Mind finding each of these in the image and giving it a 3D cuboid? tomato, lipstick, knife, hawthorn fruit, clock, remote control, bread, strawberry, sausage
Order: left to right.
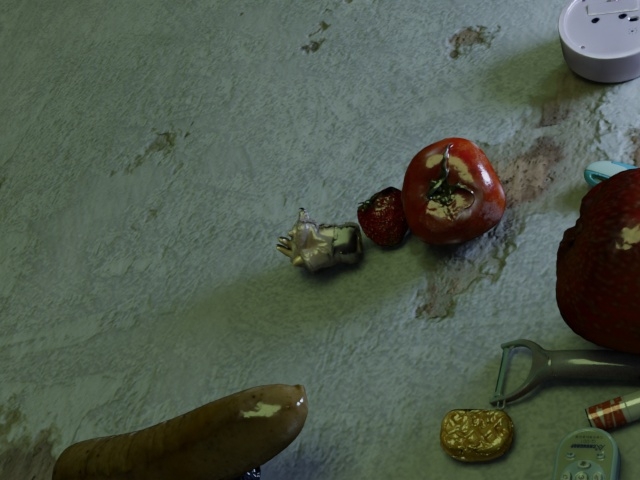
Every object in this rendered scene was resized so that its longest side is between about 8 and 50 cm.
[{"bbox_3d":[-0.225,0.332,1.755,0.500,0.123,0.136,-22,35,30],"label":"sausage"},{"bbox_3d":[0.118,-0.040,2.013,0.106,0.106,0.106,-17,42,16],"label":"strawberry"},{"bbox_3d":[0.218,-0.080,1.935,0.187,0.151,0.187,0,90,17],"label":"tomato"},{"bbox_3d":[0.225,0.280,1.657,0.110,0.044,0.083,-4,48,24],"label":"bread"},{"bbox_3d":[0.343,0.357,1.508,0.087,0.047,0.244,-1,48,26],"label":"remote control"},{"bbox_3d":[0.379,0.191,1.653,0.278,0.053,0.123,-5,52,29],"label":"knife"},{"bbox_3d":[0.536,-0.383,2.093,0.196,0.068,0.197,-10,53,13],"label":"clock"},{"bbox_3d":[0.434,0.229,1.587,0.130,0.038,0.038,-21,41,11],"label":"lipstick"},{"bbox_3d":[0.526,-0.085,1.855,0.222,0.031,0.064,24,60,40],"label":"knife"},{"bbox_3d":[0.471,0.034,1.591,0.299,0.275,0.275,8,52,22],"label":"hawthorn fruit"}]

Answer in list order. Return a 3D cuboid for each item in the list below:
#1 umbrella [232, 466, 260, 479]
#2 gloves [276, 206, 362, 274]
[{"bbox_3d":[-0.126,0.345,1.784,0.071,0.071,0.248,-17,41,15],"label":"umbrella"},{"bbox_3d":[0.003,0.008,2.028,0.144,0.094,0.110,17,81,16],"label":"gloves"}]
